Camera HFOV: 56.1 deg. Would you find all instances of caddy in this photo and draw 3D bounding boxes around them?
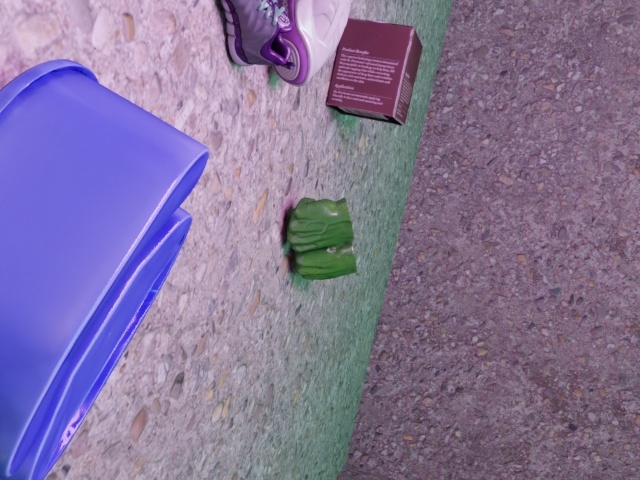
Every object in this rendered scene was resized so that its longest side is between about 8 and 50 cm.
[{"bbox_3d":[-0.231,0.021,0.462,0.342,0.179,0.241,-66,-174,-33],"label":"caddy"}]

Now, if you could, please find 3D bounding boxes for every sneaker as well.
[{"bbox_3d":[-0.013,-0.408,0.962,0.152,0.114,0.305,-45,158,-39],"label":"sneaker"},{"bbox_3d":[-0.084,-0.333,0.816,0.224,0.098,0.083,80,28,-57],"label":"sneaker"}]

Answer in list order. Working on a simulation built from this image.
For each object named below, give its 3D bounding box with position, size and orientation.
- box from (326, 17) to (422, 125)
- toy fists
[{"bbox_3d":[0.131,-0.393,1.419,0.167,0.168,0.203,-11,114,-73],"label":"box"},{"bbox_3d":[0.000,0.000,1.363,0.279,0.142,0.096,80,-3,-58],"label":"toy fists"}]
